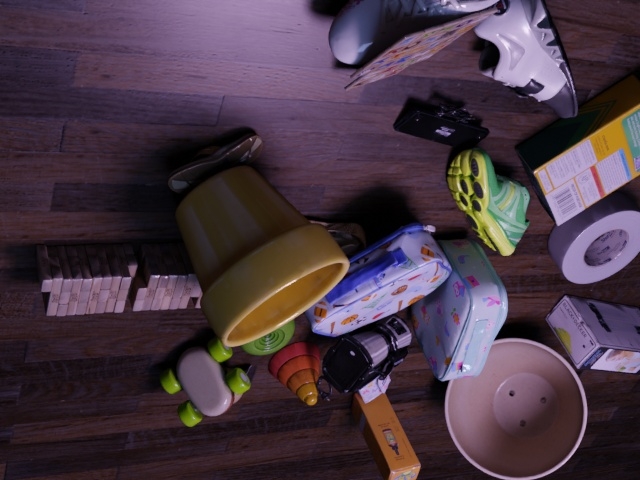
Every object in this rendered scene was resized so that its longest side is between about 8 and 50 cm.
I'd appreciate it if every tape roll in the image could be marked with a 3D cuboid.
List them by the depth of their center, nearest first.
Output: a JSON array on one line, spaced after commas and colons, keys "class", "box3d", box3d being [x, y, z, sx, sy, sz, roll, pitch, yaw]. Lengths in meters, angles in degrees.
[{"class": "tape roll", "box3d": [0.622, -0.005, 2.184, 0.219, 0.072, 0.219, -15, 137, -15]}]

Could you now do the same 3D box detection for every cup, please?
[{"class": "cup", "box3d": [0.489, 0.409, 2.387, 0.331, 0.331, 0.237, -37, 163, 10]}]

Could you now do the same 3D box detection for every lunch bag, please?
[{"class": "lunch bag", "box3d": [0.108, 0.076, 1.902, 0.303, 0.115, 0.243, -31, 162, 10]}, {"class": "lunch bag", "box3d": [0.290, 0.152, 2.053, 0.107, 0.224, 0.279, -8, 134, -21]}, {"class": "lunch bag", "box3d": [0.122, 0.331, 2.275, 0.083, 0.053, 0.071, -32, 141, -8]}]

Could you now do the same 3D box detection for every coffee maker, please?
[{"class": "coffee maker", "box3d": [0.091, 0.246, 2.094, 0.171, 0.120, 0.178, -28, 175, 39]}]

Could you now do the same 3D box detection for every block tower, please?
[{"class": "block tower", "box3d": [-0.336, 0.067, 1.738, 0.335, 0.091, 0.097, 0, 131, -27]}]

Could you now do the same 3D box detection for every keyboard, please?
[{"class": "keyboard", "box3d": [0.233, -0.221, 1.802, 0.192, 0.038, 0.100, 10, 150, -36]}]

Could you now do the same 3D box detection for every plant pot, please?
[{"class": "plant pot", "box3d": [-0.119, 0.014, 1.656, 0.254, 0.239, 0.254, -32, 164, -10]}]

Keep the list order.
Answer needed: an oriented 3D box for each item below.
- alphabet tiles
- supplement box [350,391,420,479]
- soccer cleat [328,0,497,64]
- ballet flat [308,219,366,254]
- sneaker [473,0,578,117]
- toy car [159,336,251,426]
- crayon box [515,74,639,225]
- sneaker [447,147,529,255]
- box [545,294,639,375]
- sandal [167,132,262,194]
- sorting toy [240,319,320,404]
[{"class": "alphabet tiles", "box3d": [0.142, -0.299, 1.557, 0.198, 0.009, 0.237, -24, 178, -32]}, {"class": "supplement box", "box3d": [0.149, 0.458, 2.278, 0.078, 0.233, 0.080, -9, 135, -19]}, {"class": "soccer cleat", "box3d": [0.165, -0.377, 1.502, 0.331, 0.143, 0.116, -29, 104, -6]}, {"class": "ballet flat", "box3d": [0.000, 0.000, 1.864, 0.206, 0.067, 0.073, -4, 131, -25]}, {"class": "sneaker", "box3d": [0.359, -0.317, 1.717, 0.146, 0.122, 0.330, -20, 143, 19]}, {"class": "toy car", "box3d": [-0.213, 0.289, 2.031, 0.155, 0.149, 0.188, -34, 167, 13]}, {"class": "crayon box", "box3d": [0.574, -0.191, 1.963, 0.323, 0.083, 0.203, -32, 139, 6]}, {"class": "sneaker", "box3d": [0.342, -0.094, 1.943, 0.123, 0.109, 0.295, -47, 138, -13]}, {"class": "box", "box3d": [0.711, 0.237, 2.405, 0.290, 0.169, 0.087, 10, 129, -36]}, {"class": "sandal", "box3d": [-0.182, -0.135, 1.654, 0.180, 0.049, 0.072, -32, 146, -17]}, {"class": "sorting toy", "box3d": [-0.086, 0.239, 2.018, 0.127, 0.126, 0.365, -31, 139, 4]}]
